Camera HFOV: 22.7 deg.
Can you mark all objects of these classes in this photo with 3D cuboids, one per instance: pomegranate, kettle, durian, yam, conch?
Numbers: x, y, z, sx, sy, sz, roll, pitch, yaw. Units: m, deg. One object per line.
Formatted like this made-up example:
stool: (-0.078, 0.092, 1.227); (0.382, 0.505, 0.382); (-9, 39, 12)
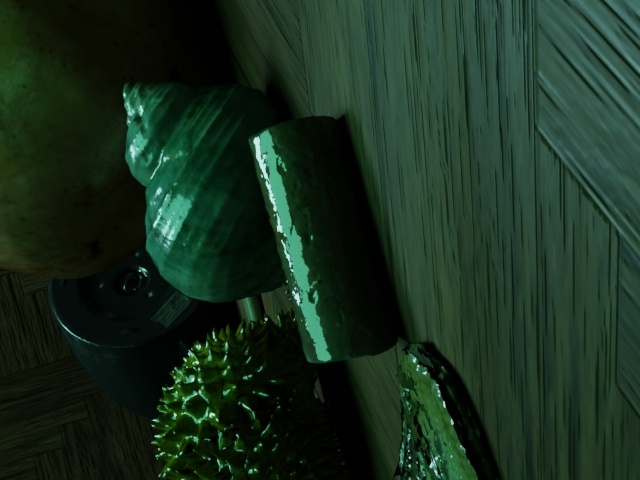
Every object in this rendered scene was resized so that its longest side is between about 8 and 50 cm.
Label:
pomegranate: (-0.239, -0.119, 1.545); (0.338, 0.338, 0.338); (164, 90, -80)
kettle: (-0.193, 0.143, 2.044); (0.268, 0.207, 0.290); (34, 154, 30)
durian: (-0.054, 0.179, 1.393); (0.200, 0.176, 0.237); (10, 105, 57)
yam: (0.000, 0.000, 1.097); (0.068, 0.068, 0.169); (154, 100, -79)
conch: (-0.091, -0.045, 1.322); (0.196, 0.134, 0.202); (-169, 63, -77)

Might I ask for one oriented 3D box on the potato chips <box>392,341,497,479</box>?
potato chips: (0.083, 0.169, 1.038); (0.220, 0.029, 0.202); (114, 139, -70)

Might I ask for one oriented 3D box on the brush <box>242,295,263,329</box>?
brush: (-0.058, 0.134, 1.726); (0.085, 0.020, 0.337); (-179, 74, -79)
